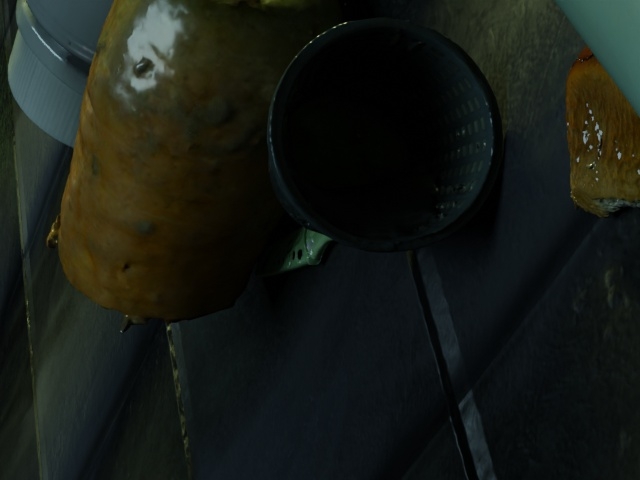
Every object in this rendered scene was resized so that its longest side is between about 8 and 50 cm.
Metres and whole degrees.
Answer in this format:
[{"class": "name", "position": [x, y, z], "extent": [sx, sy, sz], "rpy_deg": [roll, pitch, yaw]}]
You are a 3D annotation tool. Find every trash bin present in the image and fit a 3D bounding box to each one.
[{"class": "trash bin", "position": [0.034, -0.069, 1.319], "extent": [0.161, 0.175, 0.175], "rpy_deg": [152, 124, -78]}]

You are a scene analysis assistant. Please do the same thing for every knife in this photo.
[{"class": "knife", "position": [-0.002, 0.000, 1.538], "extent": [0.293, 0.020, 0.043], "rpy_deg": [157, 122, -65]}]

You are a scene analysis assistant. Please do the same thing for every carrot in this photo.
[{"class": "carrot", "position": [-0.109, -0.104, 1.571], "extent": [0.224, 0.224, 0.341], "rpy_deg": [-111, 32, -49]}]

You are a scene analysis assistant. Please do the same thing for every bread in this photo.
[{"class": "bread", "position": [0.190, -0.077, 1.085], "extent": [0.129, 0.044, 0.126], "rpy_deg": [5, 89, 64]}]

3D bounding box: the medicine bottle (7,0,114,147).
[{"class": "medicine bottle", "position": [-0.183, -0.257, 1.756], "extent": [0.245, 0.245, 0.306], "rpy_deg": [-104, 31, -41]}]

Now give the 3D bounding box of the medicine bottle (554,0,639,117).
[{"class": "medicine bottle", "position": [0.212, -0.135, 0.902], "extent": [0.318, 0.158, 0.158], "rpy_deg": [-114, 38, -50]}]
